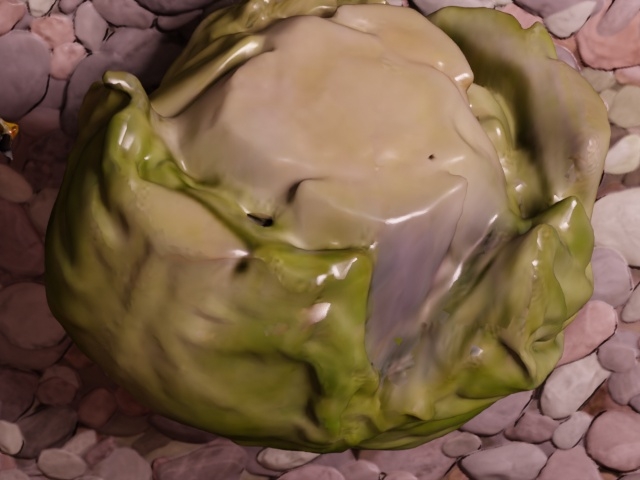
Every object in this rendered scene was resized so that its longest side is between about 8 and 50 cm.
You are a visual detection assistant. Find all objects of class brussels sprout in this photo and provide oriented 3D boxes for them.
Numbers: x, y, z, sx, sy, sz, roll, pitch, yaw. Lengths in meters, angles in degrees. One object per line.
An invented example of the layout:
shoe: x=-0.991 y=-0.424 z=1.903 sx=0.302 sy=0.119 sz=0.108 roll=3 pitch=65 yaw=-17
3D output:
brussels sprout: x=-0.002 y=0.002 z=1.351 sx=0.425 sy=0.342 sz=0.361 roll=8 pitch=149 yaw=-5

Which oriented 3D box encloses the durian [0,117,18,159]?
durian: x=-0.365 y=-0.114 z=1.356 sx=0.237 sy=0.138 sz=0.193 roll=8 pitch=117 yaw=-11
